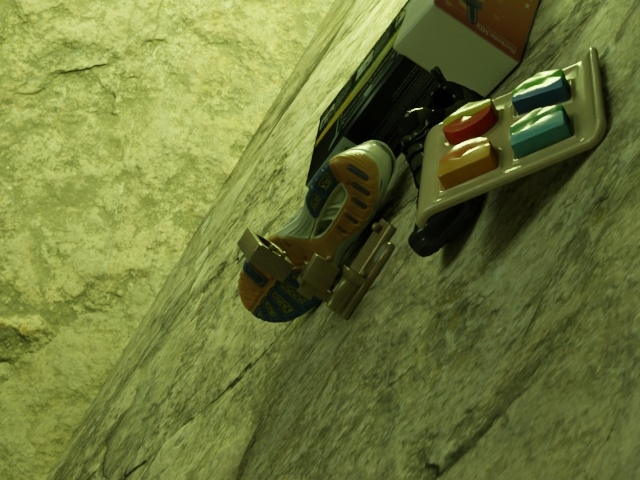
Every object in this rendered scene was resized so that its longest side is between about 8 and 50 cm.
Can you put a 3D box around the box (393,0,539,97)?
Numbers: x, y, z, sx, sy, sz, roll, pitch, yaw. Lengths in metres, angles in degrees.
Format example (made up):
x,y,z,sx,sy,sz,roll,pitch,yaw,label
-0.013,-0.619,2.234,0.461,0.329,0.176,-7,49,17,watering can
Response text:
x,y,z,sx,sy,sz,roll,pitch,yaw,label
0.182,-0.273,1.991,0.091,0.130,0.170,-46,17,44,box

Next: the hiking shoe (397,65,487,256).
x,y,z,sx,sy,sz,roll,pitch,yaw,label
0.120,-0.082,1.765,0.086,0.114,0.227,-45,17,50,hiking shoe

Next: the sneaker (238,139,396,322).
x,y,z,sx,sy,sz,roll,pitch,yaw,label
0.007,-0.009,2.156,0.296,0.112,0.131,-49,-4,31,sneaker

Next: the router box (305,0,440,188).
x,y,z,sx,sy,sz,roll,pitch,yaw,label
0.103,-0.217,2.301,0.309,0.081,0.243,-52,13,26,router box

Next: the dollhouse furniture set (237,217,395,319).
x,y,z,sx,sy,sz,roll,pitch,yaw,label
0.000,0.000,1.966,0.123,0.151,0.144,-57,13,3,dollhouse furniture set

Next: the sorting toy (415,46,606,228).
x,y,z,sx,sy,sz,roll,pitch,yaw,label
0.181,-0.108,1.605,0.208,0.038,0.193,-27,22,20,sorting toy
